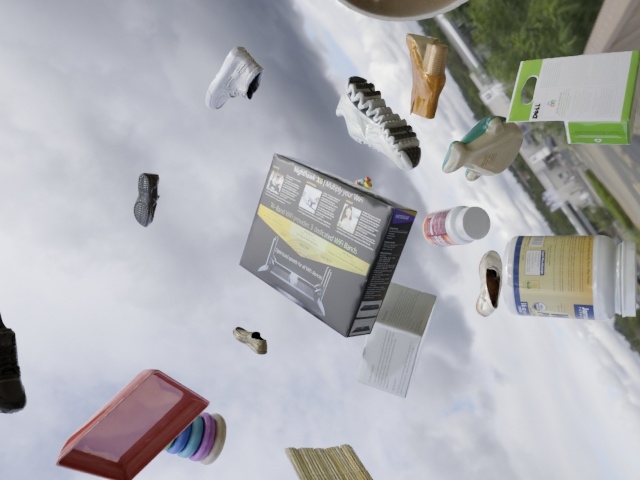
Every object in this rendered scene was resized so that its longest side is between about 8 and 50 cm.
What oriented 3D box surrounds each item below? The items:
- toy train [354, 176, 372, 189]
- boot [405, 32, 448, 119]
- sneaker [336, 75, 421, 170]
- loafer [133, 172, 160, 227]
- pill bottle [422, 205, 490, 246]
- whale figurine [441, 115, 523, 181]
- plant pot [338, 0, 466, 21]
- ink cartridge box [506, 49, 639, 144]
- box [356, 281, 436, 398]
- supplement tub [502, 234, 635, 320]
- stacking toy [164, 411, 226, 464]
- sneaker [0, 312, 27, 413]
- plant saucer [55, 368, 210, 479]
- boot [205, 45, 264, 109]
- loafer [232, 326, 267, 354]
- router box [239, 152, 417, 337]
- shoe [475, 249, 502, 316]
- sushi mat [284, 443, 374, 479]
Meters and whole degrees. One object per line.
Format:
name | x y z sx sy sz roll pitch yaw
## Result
toy train | 0.095 -0.115 1.636 0.046 0.125 0.167 21 -102 -27
boot | 0.289 -0.478 1.607 0.104 0.212 0.295 4 -152 -8
sneaker | 0.142 -0.275 1.380 0.110 0.118 0.292 -11 -121 -43
loafer | -0.607 -0.144 1.972 0.080 0.220 0.078 34 -146 20
pill bottle | 0.423 -0.045 1.726 0.121 0.121 0.221 50 164 -10
whale figurine | 0.453 -0.274 1.602 0.271 0.216 0.141 -16 -131 -26
plant pot | 0.160 -0.642 1.013 0.333 0.333 0.306 28 -122 -48
ink cartridge box | 0.585 -0.327 1.277 0.097 0.255 0.189 41 -118 -51
box | 0.175 0.223 1.260 0.118 0.181 0.182 17 -151 15
supplement tub | 0.672 0.098 1.489 0.228 0.315 0.229 0 -90 -59
stacking toy | -0.423 0.503 1.481 0.330 0.141 0.141 27 -146 -31
sneaker | -0.777 0.279 1.320 0.283 0.124 0.107 44 -163 25
plant saucer | -0.398 0.396 1.194 0.047 0.259 0.258 39 167 33
boot | -0.280 -0.496 1.804 0.123 0.258 0.095 45 -137 5
loafer | -0.213 0.301 1.710 0.148 0.050 0.056 26 -169 33
router box | 0.000 0.000 1.036 0.308 0.243 0.081 30 -163 37
shoe | 0.504 0.119 1.614 0.076 0.058 0.219 20 -120 -6
sushi mat | 0.047 0.465 1.010 0.151 0.019 0.316 3 -169 -21
